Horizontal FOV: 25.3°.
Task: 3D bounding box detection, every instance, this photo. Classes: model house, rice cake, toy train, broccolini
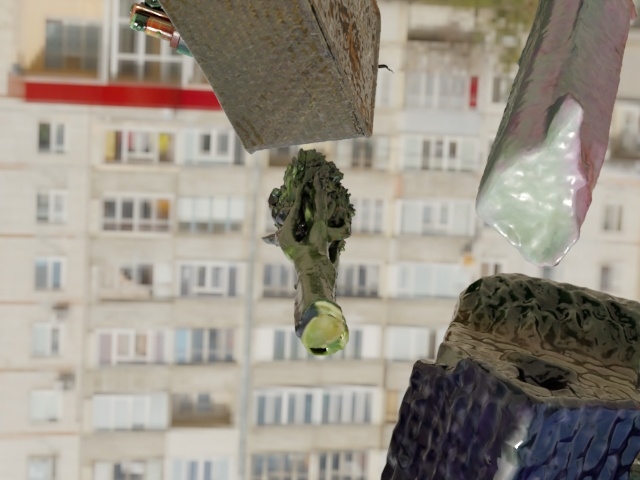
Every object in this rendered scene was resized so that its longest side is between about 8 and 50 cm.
[{"bbox_3d":[0.186,0.185,0.927,0.298,0.243,0.284,18,-165,11],"label":"model house"},{"bbox_3d":[0.127,-0.097,0.683,0.051,0.081,0.290,25,-141,-2],"label":"rice cake"},{"bbox_3d":[-0.201,-0.278,1.851,0.103,0.044,0.064,20,-143,-5],"label":"toy train"},{"bbox_3d":[0.000,0.000,0.427,0.030,0.035,0.140,20,-168,-6],"label":"broccolini"}]

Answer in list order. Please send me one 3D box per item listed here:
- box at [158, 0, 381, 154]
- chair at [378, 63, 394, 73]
[{"bbox_3d":[-0.042,-0.233,1.377,0.143,0.184,0.273,-7,144,16],"label":"box"},{"bbox_3d":[-0.009,-0.294,1.741,0.213,0.149,0.174,-4,-146,-31],"label":"chair"}]
